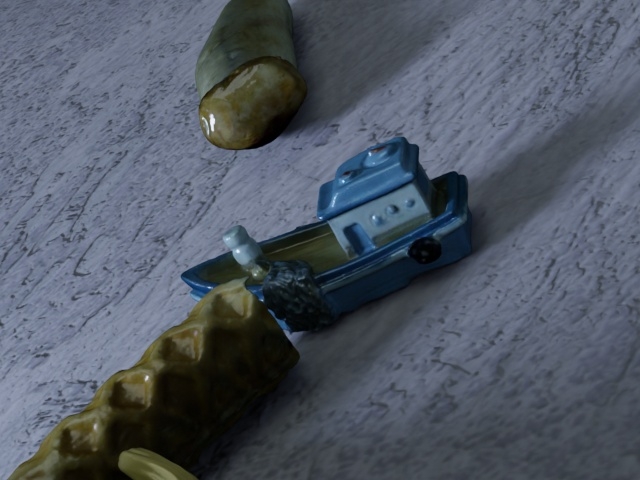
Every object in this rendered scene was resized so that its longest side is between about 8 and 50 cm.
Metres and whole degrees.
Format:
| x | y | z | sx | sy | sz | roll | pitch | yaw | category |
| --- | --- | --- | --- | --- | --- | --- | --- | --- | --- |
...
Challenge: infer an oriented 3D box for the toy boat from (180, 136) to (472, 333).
| x | y | z | sx | sy | sz | roll | pitch | yaw | category |
| --- | --- | --- | --- | --- | --- | --- | --- | --- | --- |
| 0.000 | 0.000 | 1.520 | 0.238 | 0.098 | 0.109 | -24 | 25 | 17 | toy boat |

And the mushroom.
| x | y | z | sx | sy | sz | roll | pitch | yaw | category |
| --- | --- | --- | --- | --- | --- | --- | --- | --- | --- |
| -0.070 | -0.172 | 1.895 | 0.107 | 0.087 | 0.333 | -25 | 24 | 6 | mushroom |

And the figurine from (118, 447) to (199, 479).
| x | y | z | sx | sy | sz | roll | pitch | yaw | category |
| --- | --- | --- | --- | --- | --- | --- | --- | --- | --- |
| -0.083 | 0.203 | 1.306 | 0.083 | 0.083 | 0.187 | -36 | 37 | -6 | figurine |

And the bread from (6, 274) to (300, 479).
| x | y | z | sx | sy | sz | roll | pitch | yaw | category |
| --- | --- | --- | --- | --- | --- | --- | --- | --- | --- |
| -0.132 | 0.141 | 1.423 | 0.269 | 0.087 | 0.098 | -43 | -7 | -20 | bread |
